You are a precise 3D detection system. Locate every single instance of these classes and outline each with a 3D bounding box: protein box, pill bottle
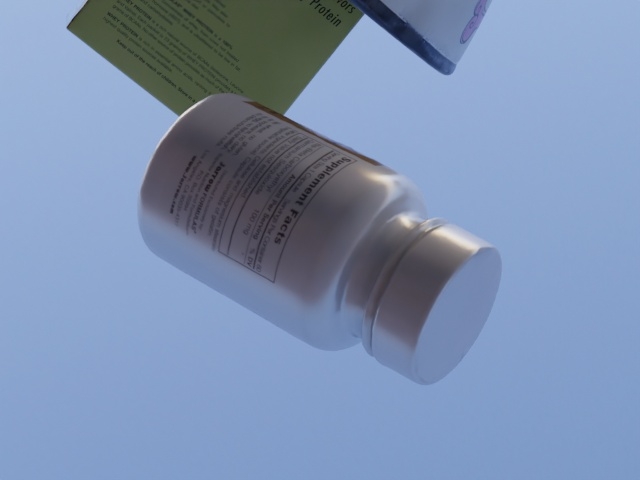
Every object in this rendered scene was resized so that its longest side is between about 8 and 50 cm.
[{"bbox_3d":[-0.092,-0.216,1.280,0.201,0.200,0.136,-51,-163,5],"label":"protein box"},{"bbox_3d":[0.000,0.000,0.950,0.229,0.131,0.131,28,-105,27],"label":"pill bottle"}]

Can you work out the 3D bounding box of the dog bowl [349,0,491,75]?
[{"bbox_3d":[0.004,-0.326,1.183,0.150,0.408,0.408,-48,-121,11],"label":"dog bowl"}]
